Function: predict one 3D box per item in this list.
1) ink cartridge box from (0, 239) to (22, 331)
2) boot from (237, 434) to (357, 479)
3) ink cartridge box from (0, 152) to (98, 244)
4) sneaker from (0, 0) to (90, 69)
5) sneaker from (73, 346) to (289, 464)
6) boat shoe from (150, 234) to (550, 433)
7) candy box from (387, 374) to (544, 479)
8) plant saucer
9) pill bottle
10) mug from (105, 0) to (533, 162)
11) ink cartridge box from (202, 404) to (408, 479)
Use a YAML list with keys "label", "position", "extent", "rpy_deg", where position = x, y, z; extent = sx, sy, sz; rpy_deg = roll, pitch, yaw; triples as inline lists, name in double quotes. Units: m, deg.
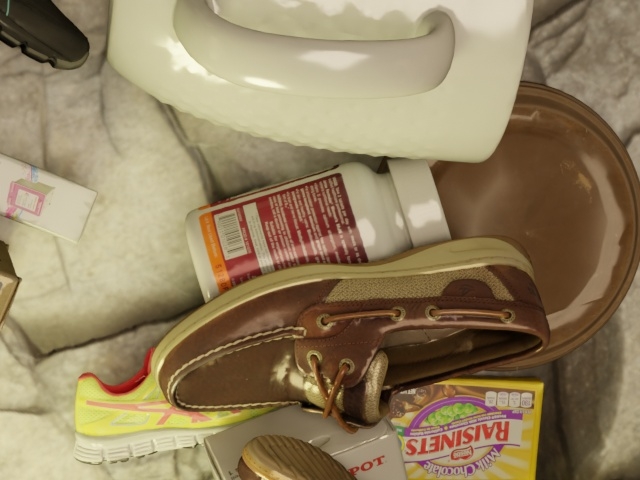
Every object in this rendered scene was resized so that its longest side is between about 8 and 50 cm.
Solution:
- label: "ink cartridge box"
  position: [-0.357, 0.020, 1.598]
  extent: [0.193, 0.234, 0.088]
  rpy_deg: [22, 92, -13]
- label: "boot"
  position: [-0.029, 0.285, 1.627]
  extent: [0.207, 0.090, 0.248]
  rpy_deg: [-47, 129, 9]
- label: "ink cartridge box"
  position: [-0.262, -0.043, 1.686]
  extent: [0.122, 0.088, 0.052]
  rpy_deg: [23, 88, -14]
- label: "sneaker"
  position: [-0.294, -0.252, 1.651]
  extent: [0.267, 0.101, 0.106]
  rpy_deg: [40, 85, -14]
- label: "sneaker"
  position: [-0.125, 0.139, 1.744]
  extent: [0.208, 0.081, 0.094]
  rpy_deg: [-10, 91, -13]
- label: "boat shoe"
  position: [0.028, 0.097, 1.641]
  extent: [0.342, 0.123, 0.123]
  rpy_deg: [-12, 139, -4]
- label: "candy box"
  position: [0.107, 0.179, 1.825]
  extent: [0.206, 0.027, 0.105]
  rpy_deg: [3, 99, -12]
- label: "plant saucer"
  position: [0.180, -0.011, 1.813]
  extent: [0.278, 0.041, 0.278]
  rpy_deg: [-2, 97, -13]
- label: "pill bottle"
  position: [0.000, 0.000, 1.714]
  extent: [0.221, 0.121, 0.121]
  rpy_deg: [-17, 100, 1]
- label: "mug"
  position: [-0.006, -0.196, 1.583]
  extent: [0.328, 0.374, 0.276]
  rpy_deg: [5, 113, -8]
- label: "ink cartridge box"
  position: [0.001, 0.251, 1.733]
  extent: [0.160, 0.092, 0.219]
  rpy_deg: [-20, 126, -10]
